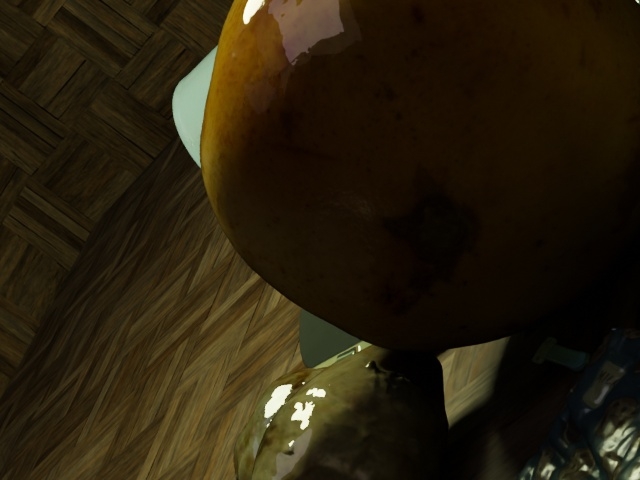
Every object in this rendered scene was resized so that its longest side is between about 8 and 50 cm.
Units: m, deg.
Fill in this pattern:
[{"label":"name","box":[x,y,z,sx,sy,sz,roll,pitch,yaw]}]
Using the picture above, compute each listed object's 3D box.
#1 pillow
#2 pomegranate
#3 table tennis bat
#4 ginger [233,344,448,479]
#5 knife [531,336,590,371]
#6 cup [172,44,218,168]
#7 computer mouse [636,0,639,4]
[{"label":"pillow","box":[0.190,0.172,1.304,0.255,0.034,0.189,-55,13,-6]},{"label":"pomegranate","box":[0.103,-0.106,1.561,0.416,0.416,0.416,-49,13,16]},{"label":"table tennis bat","box":[0.032,0.098,1.904,0.154,0.021,0.274,-31,41,35]},{"label":"ginger","box":[0.004,0.206,1.658,0.244,0.155,0.304,-66,8,-20]},{"label":"knife","box":[0.202,0.097,1.516,0.027,0.010,0.096,-54,15,-7]},{"label":"cup","box":[-0.038,-0.225,2.577,0.311,0.257,0.331,-42,-12,33]},{"label":"computer mouse","box":[0.337,-0.277,1.789,0.203,0.114,0.374,-46,16,25]}]
